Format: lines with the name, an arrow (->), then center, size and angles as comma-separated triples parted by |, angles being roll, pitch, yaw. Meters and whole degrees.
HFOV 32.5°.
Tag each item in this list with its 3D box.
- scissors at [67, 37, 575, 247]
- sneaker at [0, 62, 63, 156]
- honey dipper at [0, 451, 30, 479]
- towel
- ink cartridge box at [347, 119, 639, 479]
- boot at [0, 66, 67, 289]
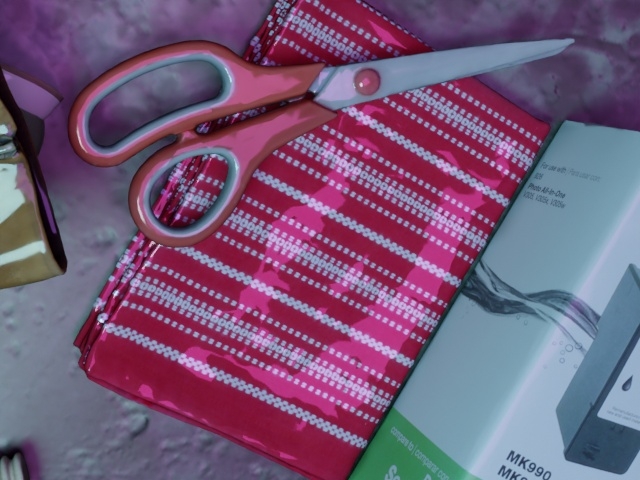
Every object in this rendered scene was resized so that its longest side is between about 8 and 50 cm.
scissors -> 0.006, -0.095, 0.623 | 0.297, 0.021, 0.109 | -27, 105, -9
sneaker -> -0.237, -0.073, 0.563 | 0.192, 0.064, 0.086 | 21, 89, -22
honey dipper -> -0.248, 0.154, 0.626 | 0.161, 0.030, 0.030 | -11, 103, -10
towel -> 0.000, 0.000, 0.667 | 0.199, 0.031, 0.274 | 30, 91, -20
ink cartridge box -> 0.184, 0.098, 0.691 | 0.211, 0.121, 0.289 | 30, 91, -20
boot -> -0.289, -0.056, 0.495 | 0.281, 0.096, 0.264 | -19, 107, 6
